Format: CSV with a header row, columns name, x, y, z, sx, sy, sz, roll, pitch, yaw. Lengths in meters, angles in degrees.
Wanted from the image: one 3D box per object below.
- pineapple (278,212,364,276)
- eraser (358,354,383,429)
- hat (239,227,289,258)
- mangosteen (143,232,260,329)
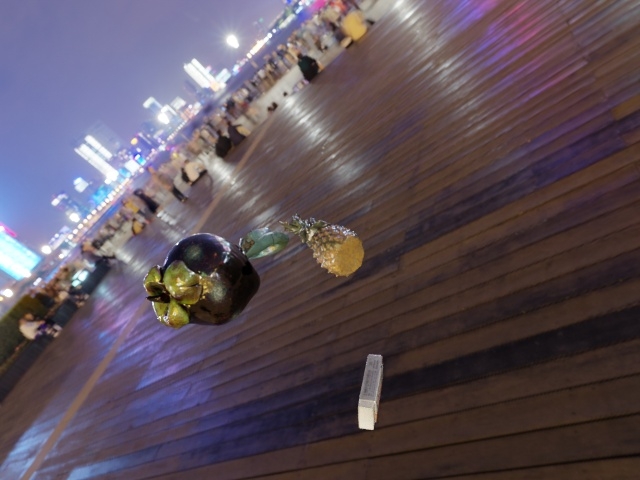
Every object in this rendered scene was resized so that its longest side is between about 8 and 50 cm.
name,x,y,z,sx,sy,sz,roll,pitch,yaw
pineapple,0.000,0.000,1.156,0.125,0.125,0.251,-50,41,-10
eraser,0.085,0.252,0.788,0.029,0.052,0.122,2,29,14
hat,-0.180,0.005,1.352,0.138,0.077,0.191,-28,-8,33
mangosteen,-0.263,0.097,1.039,0.243,0.243,0.243,-39,22,19
